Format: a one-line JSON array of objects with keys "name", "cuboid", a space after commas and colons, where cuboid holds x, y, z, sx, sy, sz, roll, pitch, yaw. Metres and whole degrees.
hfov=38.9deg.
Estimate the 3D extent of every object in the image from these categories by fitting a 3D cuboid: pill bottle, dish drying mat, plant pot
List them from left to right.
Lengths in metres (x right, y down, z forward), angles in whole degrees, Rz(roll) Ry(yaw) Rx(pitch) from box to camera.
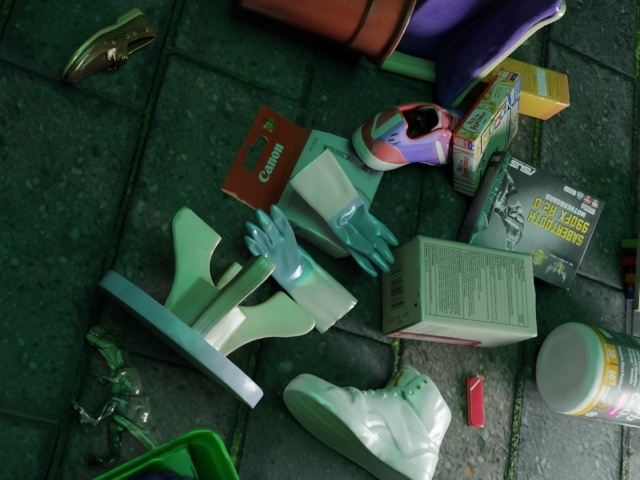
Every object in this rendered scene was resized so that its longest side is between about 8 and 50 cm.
[{"name": "plant pot", "cuboid": [0.004, -0.459, 1.524, 0.265, 0.272, 0.272, 10, 69, -16]}, {"name": "dish drying mat", "cuboid": [0.265, 0.277, 1.552, 0.032, 0.008, 0.083, 10, 69, -25]}, {"name": "pill bottle", "cuboid": [0.538, 0.246, 1.615, 0.279, 0.162, 0.162, 13, 68, -23]}]

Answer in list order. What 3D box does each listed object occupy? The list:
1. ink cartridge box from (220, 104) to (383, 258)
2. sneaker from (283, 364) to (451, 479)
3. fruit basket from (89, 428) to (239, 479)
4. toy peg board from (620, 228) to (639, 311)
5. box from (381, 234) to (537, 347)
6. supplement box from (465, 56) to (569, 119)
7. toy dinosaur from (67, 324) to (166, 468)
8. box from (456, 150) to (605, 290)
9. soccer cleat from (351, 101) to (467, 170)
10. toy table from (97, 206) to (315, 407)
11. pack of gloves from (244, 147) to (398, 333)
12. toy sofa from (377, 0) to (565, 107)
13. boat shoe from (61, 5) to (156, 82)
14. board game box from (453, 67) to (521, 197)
[{"name": "ink cartridge box", "cuboid": [-0.022, -0.104, 1.502, 0.232, 0.066, 0.189, 33, 62, -19]}, {"name": "sneaker", "cuboid": [0.081, 0.253, 1.415, 0.292, 0.108, 0.169, 40, 58, -22]}, {"name": "fruit basket", "cuboid": [-0.143, 0.424, 1.063, 0.283, 0.392, 0.392, -24, 85, -15]}, {"name": "toy peg board", "cuboid": [0.670, 0.064, 1.805, 0.161, 0.079, 0.160, 7, 87, -25]}, {"name": "box", "cuboid": [0.231, 0.091, 1.525, 0.232, 0.127, 0.148, 10, 69, -25]}, {"name": "supplement box", "cuboid": [0.366, -0.303, 1.754, 0.233, 0.078, 0.080, 9, 70, -26]}, {"name": "toy dinosaur", "cuboid": [-0.277, 0.248, 1.252, 0.118, 0.064, 0.268, -25, 89, -38]}, {"name": "box", "cuboid": [0.384, -0.035, 1.649, 0.231, 0.056, 0.183, 24, 87, -19]}, {"name": "soccer cleat", "cuboid": [0.193, -0.192, 1.578, 0.318, 0.116, 0.108, -13, 73, -46]}, {"name": "toy table", "cuboid": [-0.152, 0.090, 1.275, 0.274, 0.252, 0.161, 45, 75, -21]}, {"name": "pack of gloves", "cuboid": [0.000, 0.000, 1.444, 0.195, 0.046, 0.232, -41, 111, -7]}, {"name": "toy sofa", "cuboid": [0.249, -0.392, 1.557, 0.150, 0.362, 0.177, 10, 64, -25]}, {"name": "boat shoe", "cuboid": [-0.323, -0.295, 1.400, 0.060, 0.064, 0.178, 45, 57, -5]}, {"name": "board game box", "cuboid": [0.304, -0.196, 1.650, 0.045, 0.146, 0.193, 22, 56, 25]}]
